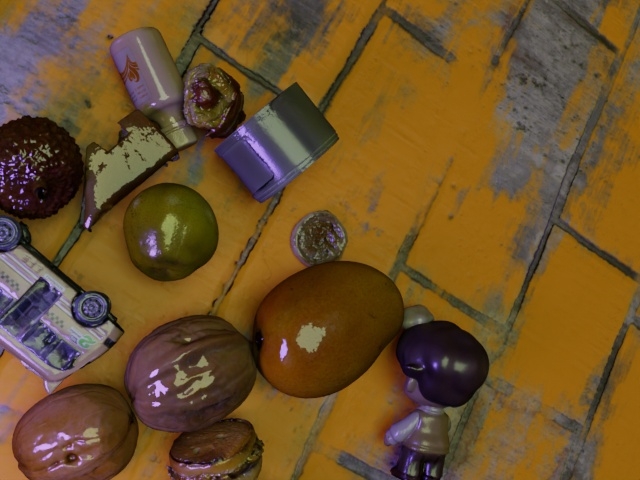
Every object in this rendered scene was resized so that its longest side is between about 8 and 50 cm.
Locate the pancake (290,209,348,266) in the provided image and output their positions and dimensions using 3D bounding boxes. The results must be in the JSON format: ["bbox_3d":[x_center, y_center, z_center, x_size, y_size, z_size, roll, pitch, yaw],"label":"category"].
[{"bbox_3d":[0.000,0.000,1.572,0.140,0.022,0.139,2,85,-20],"label":"pancake"}]

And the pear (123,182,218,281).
[{"bbox_3d":[-0.298,-0.020,1.380,0.198,0.198,0.198,2,84,-20],"label":"pear"}]

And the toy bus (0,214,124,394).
[{"bbox_3d":[-0.552,0.105,1.287,0.365,0.177,0.202,42,76,-8],"label":"toy bus"}]

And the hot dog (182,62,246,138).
[{"bbox_3d":[-0.209,-0.282,1.432,0.103,0.213,0.146,4,92,17],"label":"hot dog"}]

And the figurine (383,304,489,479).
[{"bbox_3d":[0.253,0.354,1.571,0.218,0.206,0.364,14,103,-11],"label":"figurine"}]

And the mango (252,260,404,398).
[{"bbox_3d":[0.024,0.178,1.466,0.378,0.221,0.263,-21,95,-32],"label":"mango"}]

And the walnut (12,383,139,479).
[{"bbox_3d":[-0.455,0.371,1.287,0.222,0.195,0.195,-21,92,-12],"label":"walnut"}]

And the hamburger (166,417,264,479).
[{"bbox_3d":[-0.202,0.437,1.381,0.191,0.182,0.117,-30,117,-50],"label":"hamburger"}]

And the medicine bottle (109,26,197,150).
[{"bbox_3d":[-0.336,-0.307,1.431,0.114,0.114,0.252,-26,94,-20],"label":"medicine bottle"}]

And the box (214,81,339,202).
[{"bbox_3d":[-0.091,-0.204,1.450,0.226,0.226,0.149,-43,99,-18],"label":"box"}]

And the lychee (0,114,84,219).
[{"bbox_3d":[-0.536,-0.132,1.280,0.200,0.238,0.200,-13,125,-19],"label":"lychee"}]

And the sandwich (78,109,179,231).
[{"bbox_3d":[-0.414,-0.135,1.379,0.236,0.122,0.128,-44,97,-19],"label":"sandwich"}]

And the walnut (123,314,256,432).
[{"bbox_3d":[-0.253,0.259,1.359,0.261,0.225,0.224,-25,94,-24],"label":"walnut"}]
